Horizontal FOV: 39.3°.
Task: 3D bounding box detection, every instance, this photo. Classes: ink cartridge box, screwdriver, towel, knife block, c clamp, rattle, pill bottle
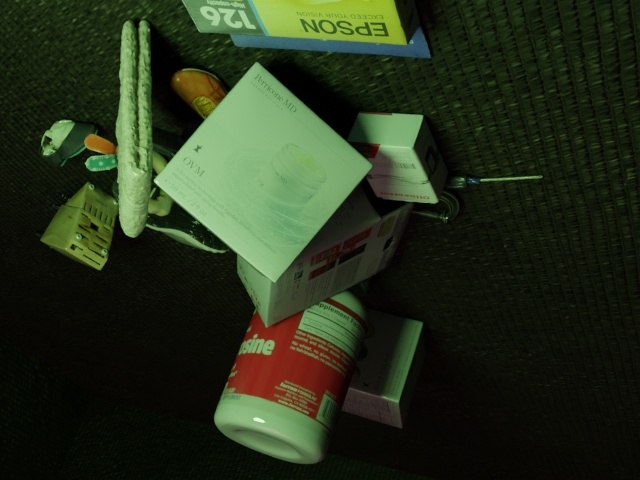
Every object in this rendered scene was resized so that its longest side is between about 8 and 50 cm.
[{"bbox_3d":[-0.040,-0.314,1.103,0.303,0.072,0.307,9,151,24],"label":"ink cartridge box"},{"bbox_3d":[0.120,-0.125,1.370,0.109,0.063,0.150,7,153,28],"label":"ink cartridge box"},{"bbox_3d":[0.261,-0.091,1.387,0.170,0.024,0.025,3,121,29],"label":"screwdriver"},{"bbox_3d":[-0.280,-0.170,1.340,0.049,0.282,0.187,0,153,-14],"label":"towel"},{"bbox_3d":[-0.547,0.000,1.949,0.088,0.276,0.242,34,123,-29],"label":"knife block"},{"bbox_3d":[0.163,-0.062,1.527,0.160,0.022,0.137,11,149,23],"label":"c clamp"},{"bbox_3d":[0.000,0.000,1.575,0.130,0.272,0.309,61,164,18],"label":"ink cartridge box"},{"bbox_3d":[-0.307,-0.136,1.618,0.143,0.130,0.200,0,143,43],"label":"rattle"},{"bbox_3d":[-0.037,0.212,1.774,0.229,0.408,0.229,17,155,8],"label":"pill bottle"}]

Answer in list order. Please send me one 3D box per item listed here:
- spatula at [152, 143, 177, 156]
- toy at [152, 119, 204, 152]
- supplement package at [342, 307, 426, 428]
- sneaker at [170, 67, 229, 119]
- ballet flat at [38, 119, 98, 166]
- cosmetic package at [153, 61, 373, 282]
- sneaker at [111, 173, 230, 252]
[{"bbox_3d":[-0.238,-0.155,1.581,0.296,0.030,0.084,18,-161,24],"label":"spatula"},{"bbox_3d":[-0.163,-0.160,1.500,0.237,0.056,0.137,21,-168,-13],"label":"toy"},{"bbox_3d":[0.088,0.278,2.066,0.262,0.199,0.198,14,155,15],"label":"supplement package"},{"bbox_3d":[-0.162,-0.207,1.401,0.064,0.067,0.175,-36,133,22],"label":"sneaker"},{"bbox_3d":[-0.490,-0.189,1.707,0.074,0.074,0.203,32,155,-24],"label":"ballet flat"},{"bbox_3d":[-0.086,-0.097,1.307,0.224,0.225,0.138,40,175,-10],"label":"cosmetic package"},{"bbox_3d":[-0.303,-0.047,1.824,0.271,0.100,0.108,30,160,-20],"label":"sneaker"}]
